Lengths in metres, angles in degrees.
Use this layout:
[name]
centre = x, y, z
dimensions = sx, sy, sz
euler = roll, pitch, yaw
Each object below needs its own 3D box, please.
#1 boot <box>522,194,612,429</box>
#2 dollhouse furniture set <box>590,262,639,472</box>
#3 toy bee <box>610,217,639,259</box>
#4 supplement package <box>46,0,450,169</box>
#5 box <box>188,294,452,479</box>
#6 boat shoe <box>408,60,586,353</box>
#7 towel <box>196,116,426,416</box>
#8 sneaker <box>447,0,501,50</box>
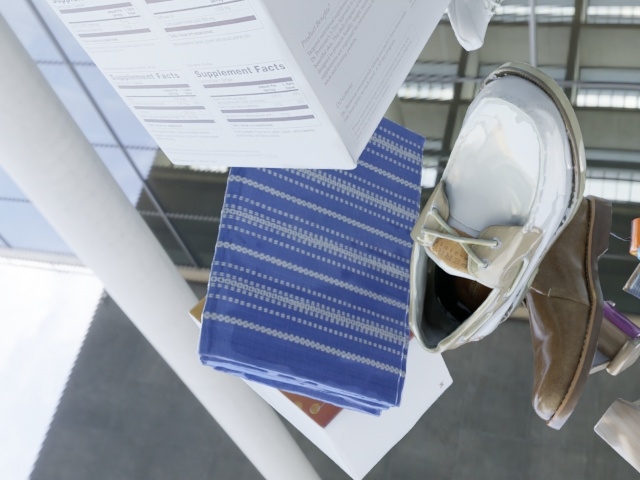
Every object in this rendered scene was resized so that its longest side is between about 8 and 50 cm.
[boot]
centre = 0.236, 0.060, 0.979
dimensions = 0.115, 0.112, 0.305
euler = 18, -131, -1
[dollhouse furniture set]
centre = 0.422, 0.081, 0.950
dimensions = 0.286, 0.198, 0.303
euler = 44, -59, 30
[toy bee]
centre = 0.543, -0.016, 1.425
dimensions = 0.298, 0.162, 0.195
euler = 27, -83, 46
[supplement package]
centre = -0.040, -0.179, 0.507
dimensions = 0.149, 0.203, 0.194
euler = 4, -128, 37
[box]
centre = -0.004, 0.164, 1.422
dimensions = 0.215, 0.168, 0.345
euler = -44, -132, -15
[boat shoe]
centre = 0.141, -0.007, 0.787
dimensions = 0.113, 0.302, 0.103
euler = 34, -124, 28
[towel]
centre = 0.000, 0.000, 0.980
dimensions = 0.040, 0.243, 0.336
euler = -24, -128, 54
[sneaker]
centre = 0.261, -0.402, 1.422
dimensions = 0.115, 0.090, 0.232
euler = -2, -113, 27
